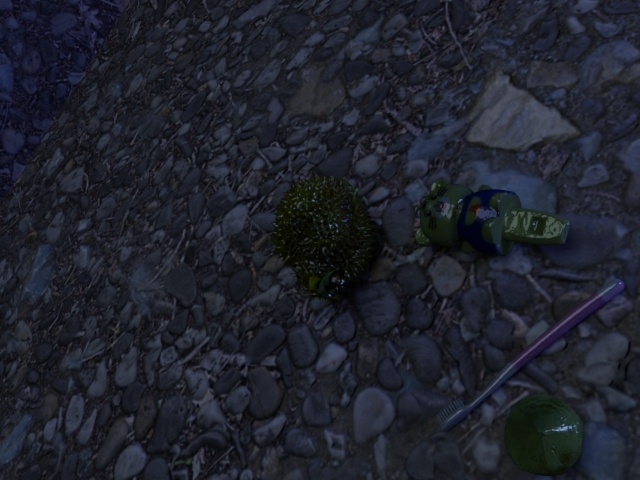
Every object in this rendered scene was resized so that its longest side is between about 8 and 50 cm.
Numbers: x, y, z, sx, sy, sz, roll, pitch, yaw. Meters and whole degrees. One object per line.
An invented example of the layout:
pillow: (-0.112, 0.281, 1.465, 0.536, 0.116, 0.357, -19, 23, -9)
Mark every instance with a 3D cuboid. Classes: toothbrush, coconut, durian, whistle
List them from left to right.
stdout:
durian: (0.005, -0.003, 0.960, 0.146, 0.159, 0.198, -14, 88, 42)
whistle: (0.226, -0.027, 0.846, 0.227, 0.085, 0.105, 12, 80, 41)
toothbrush: (0.256, 0.142, 0.761, 0.286, 0.020, 0.025, -41, 39, 9)
coconut: (0.245, 0.213, 0.672, 0.087, 0.096, 0.088, -7, 71, 22)
